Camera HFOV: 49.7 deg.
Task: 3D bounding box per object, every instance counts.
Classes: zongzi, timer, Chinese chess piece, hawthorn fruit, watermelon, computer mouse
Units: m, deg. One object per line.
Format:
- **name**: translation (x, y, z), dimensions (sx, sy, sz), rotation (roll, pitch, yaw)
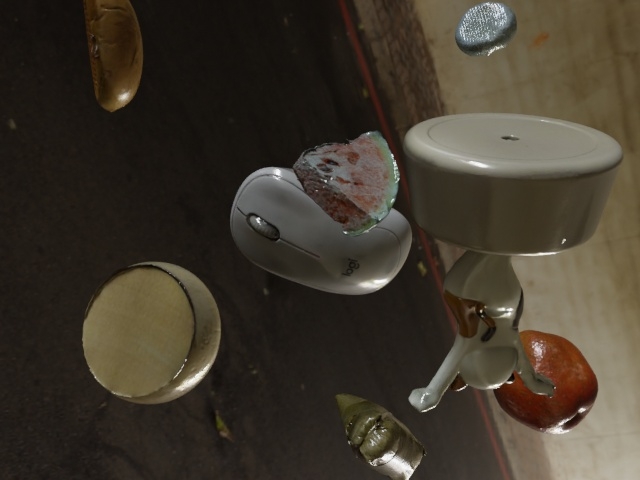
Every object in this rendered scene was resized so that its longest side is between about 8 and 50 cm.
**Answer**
- **zongzi**: translation (0.055, 0.251, 0.973), dimensions (0.176, 0.078, 0.160), rotation (40, -9, 36)
- **timer**: translation (0.155, 0.034, 0.621), dimensions (0.175, 0.175, 0.265), rotation (-59, 152, -63)
- **Chinese chess piece**: translation (-0.298, 0.160, 1.213), dimensions (0.103, 0.250, 0.249), rotation (33, 48, -66)
- **hawthorn fruit**: translation (0.396, 0.249, 1.219), dimensions (0.189, 0.189, 0.189), rotation (-12, 90, -70)
- **watermelon**: translation (0.028, -0.081, 0.921), dimensions (0.187, 0.139, 0.071), rotation (-84, -162, -44)
- **computer mouse**: translation (0.000, 0.000, 1.104), dimensions (0.297, 0.184, 0.121), rotation (20, 32, -13)

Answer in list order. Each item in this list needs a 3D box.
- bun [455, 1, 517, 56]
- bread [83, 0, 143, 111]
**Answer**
- **bun**: translation (0.225, -0.284, 0.938), dimensions (0.045, 0.083, 0.083), rotation (35, 46, -54)
- **bread**: translation (-0.295, -0.280, 0.989), dimensions (0.114, 0.078, 0.189), rotation (-131, -140, -64)
